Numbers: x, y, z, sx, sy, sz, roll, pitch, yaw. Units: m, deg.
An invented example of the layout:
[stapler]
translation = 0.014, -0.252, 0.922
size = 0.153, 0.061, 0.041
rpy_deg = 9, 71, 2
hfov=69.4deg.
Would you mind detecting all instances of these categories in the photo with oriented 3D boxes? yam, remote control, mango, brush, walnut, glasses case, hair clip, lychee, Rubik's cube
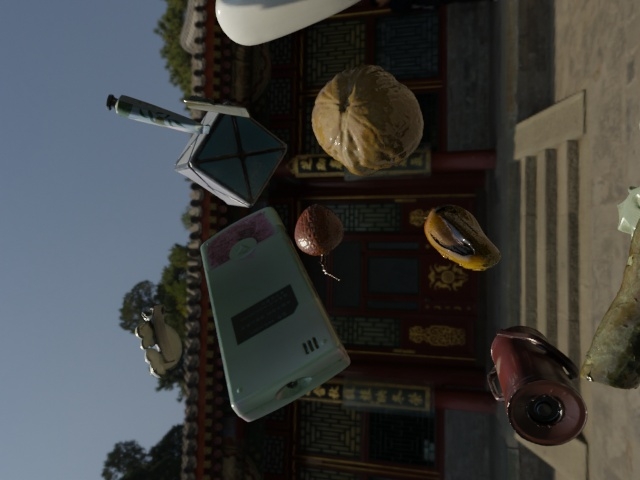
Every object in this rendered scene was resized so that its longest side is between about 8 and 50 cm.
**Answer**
[yam]
translation = 0.332, 0.032, 0.459
size = 0.061, 0.061, 0.253
rpy_deg = -3, -68, -76
[remote control]
translation = -0.082, 0.073, 0.645
size = 0.050, 0.145, 0.344
rpy_deg = 61, 180, -37
[mango]
translation = 0.414, -0.007, 1.354
size = 0.156, 0.249, 0.151
rpy_deg = -40, -39, -10
[brush]
translation = -0.248, -0.326, 1.119
size = 0.027, 0.190, 0.034
rpy_deg = -66, -25, -20
[walnut]
translation = 0.137, -0.332, 1.309
size = 0.333, 0.333, 0.333
rpy_deg = 0, -90, -76
[glasses case]
translation = -0.028, -0.284, 0.529
size = 0.074, 0.193, 0.049
rpy_deg = 47, -150, -58
[hair clip]
translation = -0.383, 0.242, 1.116
size = 0.116, 0.049, 0.172
rpy_deg = 0, -115, -58
[lychee]
translation = -0.004, -0.005, 0.958
size = 0.114, 0.101, 0.140
rpy_deg = -141, 63, -76
[Rubik's cube]
translation = -0.304, -0.278, 1.557
size = 0.259, 0.255, 0.260
rpy_deg = 31, -97, -26

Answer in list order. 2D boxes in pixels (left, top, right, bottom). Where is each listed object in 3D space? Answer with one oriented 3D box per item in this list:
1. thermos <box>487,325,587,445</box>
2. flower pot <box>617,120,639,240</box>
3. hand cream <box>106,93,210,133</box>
[thermos]
translation = 0.306, 0.194, 0.691
size = 0.124, 0.099, 0.232
rpy_deg = -47, 0, 17
[flower pot]
translation = 0.791, -0.153, 0.970
size = 0.254, 0.165, 0.367
rpy_deg = 173, 113, -77
[hand cream]
translation = -0.413, -0.322, 1.191
size = 0.088, 0.256, 0.055
rpy_deg = 164, 117, -73
